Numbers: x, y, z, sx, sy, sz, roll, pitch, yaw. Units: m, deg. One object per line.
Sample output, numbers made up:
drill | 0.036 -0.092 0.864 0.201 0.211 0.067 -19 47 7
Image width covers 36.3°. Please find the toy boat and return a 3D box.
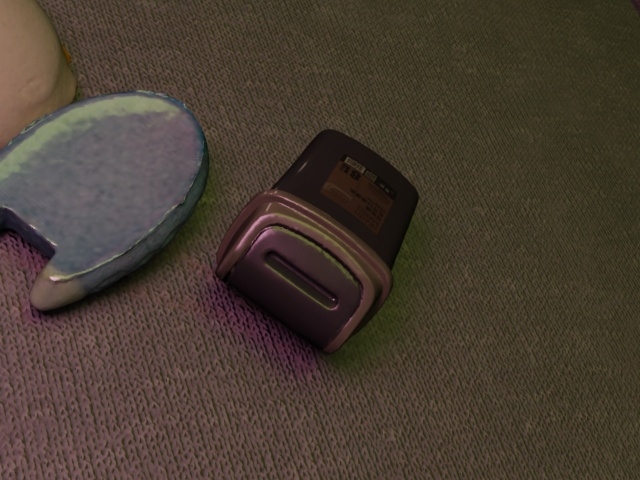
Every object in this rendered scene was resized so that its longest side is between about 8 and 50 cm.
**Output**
toy boat | -0.274 -0.051 1.194 0.215 0.123 0.330 35 55 8

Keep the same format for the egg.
egg | -0.429 -0.248 1.185 0.286 0.174 0.264 31 49 -13

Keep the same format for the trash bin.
trash bin | 0.000 0.000 1.264 0.209 0.182 0.290 35 39 -3
